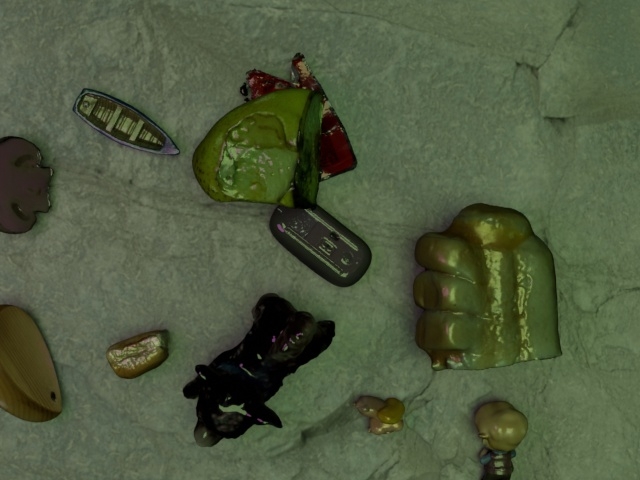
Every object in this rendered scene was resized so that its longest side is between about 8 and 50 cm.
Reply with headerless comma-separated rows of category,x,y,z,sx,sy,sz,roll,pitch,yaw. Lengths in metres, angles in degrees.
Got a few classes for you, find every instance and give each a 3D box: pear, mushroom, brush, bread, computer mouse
pear,-0.128,-0.186,1.351,0.255,0.164,0.238,7,99,17
mushroom,-0.616,-0.109,1.340,0.117,0.141,0.188,5,88,26
brush,-0.627,0.260,1.330,0.166,0.174,0.266,-20,112,7
bread,0.327,0.094,1.430,0.301,0.210,0.341,-8,92,-19
computer mouse,0.000,0.000,1.454,0.232,0.057,0.120,37,77,-4
bread,-0.363,0.231,1.385,0.125,0.106,0.082,-19,93,-5

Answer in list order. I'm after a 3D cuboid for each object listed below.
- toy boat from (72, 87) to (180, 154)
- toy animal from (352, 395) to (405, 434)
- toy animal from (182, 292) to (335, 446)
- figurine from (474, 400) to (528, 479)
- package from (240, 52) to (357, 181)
toy boat,-0.388,-0.231,1.402,0.229,0.046,0.080,27,87,-8
toy animal,0.127,0.383,1.470,0.114,0.091,0.082,9,104,-10
toy animal,-0.128,0.253,1.321,0.194,0.303,0.344,39,85,-4
figurine,0.394,0.448,1.510,0.114,0.108,0.196,0,109,2
package,-0.052,-0.244,1.440,0.194,0.071,0.269,-18,97,7
